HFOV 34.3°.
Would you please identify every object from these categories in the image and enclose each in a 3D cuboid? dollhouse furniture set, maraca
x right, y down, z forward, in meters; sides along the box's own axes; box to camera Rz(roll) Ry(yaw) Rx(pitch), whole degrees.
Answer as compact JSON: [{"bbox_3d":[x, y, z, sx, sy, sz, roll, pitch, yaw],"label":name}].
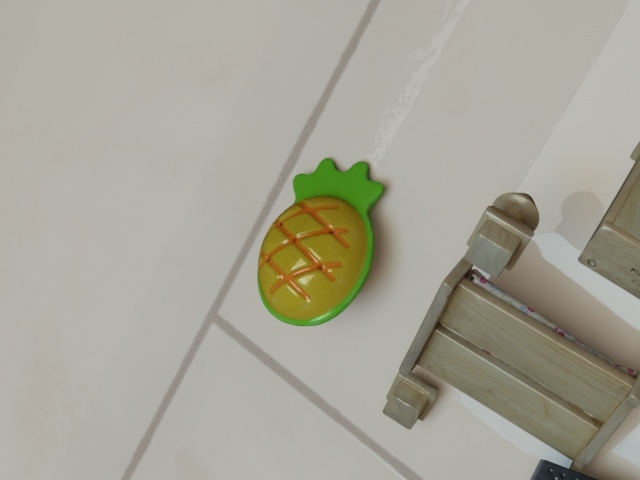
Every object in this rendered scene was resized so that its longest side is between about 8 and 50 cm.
[{"bbox_3d":[0.266,0.091,0.954,0.303,0.174,0.355,32,137,11],"label":"dollhouse furniture set"},{"bbox_3d":[0.000,0.000,1.065,0.127,0.099,0.185,9,71,26],"label":"maraca"}]

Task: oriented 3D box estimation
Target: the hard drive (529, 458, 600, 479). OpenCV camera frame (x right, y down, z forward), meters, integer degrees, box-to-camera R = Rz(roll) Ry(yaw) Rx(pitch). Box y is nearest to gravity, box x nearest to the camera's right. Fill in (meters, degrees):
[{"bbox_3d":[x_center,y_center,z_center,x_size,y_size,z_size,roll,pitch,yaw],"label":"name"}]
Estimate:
[{"bbox_3d":[0.224,0.333,0.889,0.172,0.054,0.254,19,60,11],"label":"hard drive"}]
